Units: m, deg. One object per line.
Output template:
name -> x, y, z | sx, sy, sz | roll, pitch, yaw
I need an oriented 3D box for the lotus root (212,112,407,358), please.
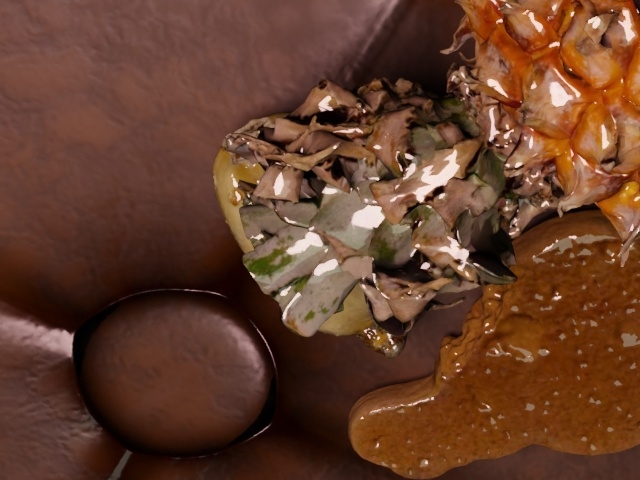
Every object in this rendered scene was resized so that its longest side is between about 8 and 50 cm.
lotus root -> 0.000, 0.000, 0.860 | 0.090, 0.077, 0.183 | -27, 112, 25

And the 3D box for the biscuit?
biscuit -> 0.164, 0.080, 0.915 | 0.320, 0.047, 0.183 | -34, 110, 19

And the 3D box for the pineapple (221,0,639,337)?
pineapple -> 0.077, -0.054, 0.730 | 0.271, 0.262, 0.262 | -31, 113, 20
